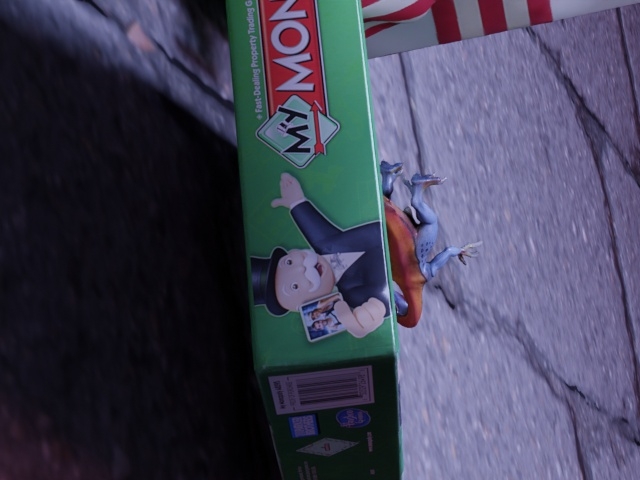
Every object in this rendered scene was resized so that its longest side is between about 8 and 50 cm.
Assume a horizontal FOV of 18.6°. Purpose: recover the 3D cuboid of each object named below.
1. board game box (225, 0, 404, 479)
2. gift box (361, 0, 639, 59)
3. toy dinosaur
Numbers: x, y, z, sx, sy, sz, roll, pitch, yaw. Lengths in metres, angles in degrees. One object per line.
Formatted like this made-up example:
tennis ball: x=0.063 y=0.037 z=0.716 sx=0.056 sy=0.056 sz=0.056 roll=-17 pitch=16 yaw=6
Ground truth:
board game box: x=0.000 y=0.000 z=0.750 sx=0.317 sy=0.046 sz=0.213 roll=83 pitch=0 yaw=-67
gift box: x=0.036 y=-0.227 z=0.870 sx=0.276 sy=0.255 sz=0.258 roll=50 pitch=29 yaw=-66
toy dinosaur: x=0.033 y=0.006 z=0.881 sx=0.090 sy=0.047 sz=0.082 roll=-27 pitch=125 yaw=-54
